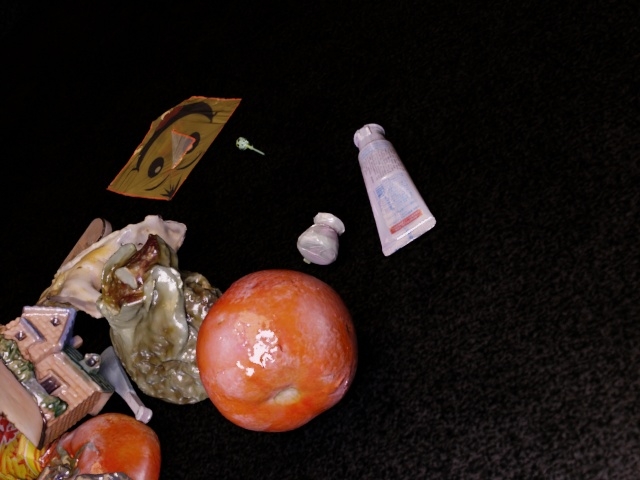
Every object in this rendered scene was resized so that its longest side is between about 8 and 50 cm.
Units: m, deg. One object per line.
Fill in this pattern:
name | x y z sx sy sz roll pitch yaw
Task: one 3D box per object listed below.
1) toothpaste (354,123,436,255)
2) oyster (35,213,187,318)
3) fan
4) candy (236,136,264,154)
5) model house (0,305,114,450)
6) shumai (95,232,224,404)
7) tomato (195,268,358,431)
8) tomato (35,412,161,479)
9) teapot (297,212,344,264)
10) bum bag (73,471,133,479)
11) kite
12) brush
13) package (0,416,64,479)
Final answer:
toothpaste | 0.101 -0.084 1.353 0.089 0.057 0.234 -34 44 18
oyster | -0.370 0.071 1.623 0.271 0.100 0.275 10 50 46
fan | -0.322 0.236 1.454 0.057 0.023 0.282 -50 28 -6
candy | -0.130 -0.174 1.690 0.083 0.023 0.025 29 120 47
model house | -0.422 0.200 1.416 0.172 0.183 0.166 -33 -17 -40
shumai | -0.249 0.116 1.369 0.256 0.218 0.189 7 55 44
tomato | -0.057 0.134 1.159 0.208 0.208 0.184 -34 39 15
tomato | -0.344 0.357 1.321 0.236 0.095 0.237 -27 40 25
teapot | 0.000 0.000 1.367 0.083 0.064 0.064 -50 11 54
bum bag | -0.314 0.419 1.177 0.069 0.102 0.248 -28 37 65
kite | -0.312 -0.185 1.887 0.377 0.013 0.327 -31 39 17
brush | -0.494 0.100 1.759 0.327 0.065 0.070 -52 41 8
package | -0.527 0.318 1.527 0.288 0.108 0.223 -16 51 19
